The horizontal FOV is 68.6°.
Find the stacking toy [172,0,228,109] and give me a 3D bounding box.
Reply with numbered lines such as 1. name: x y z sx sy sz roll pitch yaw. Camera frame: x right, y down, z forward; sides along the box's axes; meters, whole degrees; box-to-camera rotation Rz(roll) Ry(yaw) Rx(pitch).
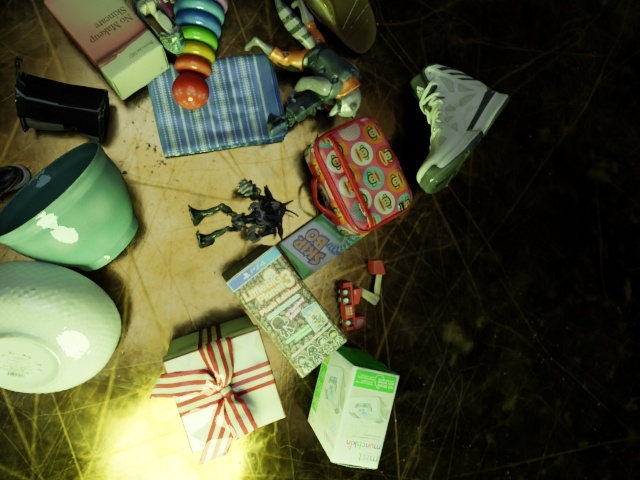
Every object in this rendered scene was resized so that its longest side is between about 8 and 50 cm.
1. stacking toy: -0.304 -0.488 1.164 0.141 0.141 0.329 4 86 -15

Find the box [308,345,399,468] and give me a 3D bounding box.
1. box: 0.078 0.415 1.217 0.127 0.262 0.230 16 87 -14

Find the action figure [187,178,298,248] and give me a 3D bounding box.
1. action figure: -0.189 -0.063 1.208 0.276 0.141 0.163 -16 83 -13

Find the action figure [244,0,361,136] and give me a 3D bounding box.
1. action figure: -0.035 -0.431 1.205 0.330 0.178 0.341 43 65 -3

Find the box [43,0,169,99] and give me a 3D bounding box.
1. box: -0.500 -0.486 1.116 0.149 0.127 0.232 -41 93 -11

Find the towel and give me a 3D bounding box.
1. towel: -0.268 -0.361 1.236 0.336 0.040 0.243 -12 93 -14

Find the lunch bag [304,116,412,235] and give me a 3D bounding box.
1. lunch bag: 0.088 -0.165 1.271 0.258 0.120 0.293 -29 96 -23

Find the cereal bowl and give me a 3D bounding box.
1. cereal bowl: -0.622 0.215 1.012 0.339 0.141 0.338 -5 124 -7

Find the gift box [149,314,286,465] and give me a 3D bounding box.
1. gift box: -0.248 0.349 1.132 0.277 0.258 0.254 -22 95 -15

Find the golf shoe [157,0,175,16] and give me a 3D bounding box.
1. golf shoe: -0.471 -0.687 1.160 0.140 0.115 0.306 -21 100 12

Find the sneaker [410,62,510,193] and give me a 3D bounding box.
1. sneaker: 0.321 -0.326 1.305 0.258 0.169 0.447 36 57 9

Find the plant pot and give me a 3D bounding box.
1. plant pot: -0.547 -0.054 1.062 0.293 0.293 0.196 -44 127 -11

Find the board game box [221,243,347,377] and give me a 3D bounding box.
1. board game box: -0.100 0.164 1.183 0.141 0.232 0.291 -38 99 -11

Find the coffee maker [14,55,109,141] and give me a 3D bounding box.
1. coffee maker: -0.591 -0.314 1.084 0.179 0.171 0.120 6 72 -16

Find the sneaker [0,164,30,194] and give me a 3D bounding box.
1. sneaker: -0.773 -0.122 1.084 0.178 0.077 0.072 -43 99 -10

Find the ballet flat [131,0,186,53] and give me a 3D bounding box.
1. ballet flat: -0.378 -0.521 1.091 0.070 0.070 0.188 -41 80 -11

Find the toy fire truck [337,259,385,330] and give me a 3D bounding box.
1. toy fire truck: 0.119 0.155 1.336 0.136 0.047 0.191 -6 92 -16

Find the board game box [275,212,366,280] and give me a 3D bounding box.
1. board game box: 0.000 0.000 1.312 0.260 0.039 0.124 -36 97 -9

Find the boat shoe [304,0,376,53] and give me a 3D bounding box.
1. boat shoe: 0.027 -0.645 1.251 0.121 0.110 0.341 -51 130 -1
